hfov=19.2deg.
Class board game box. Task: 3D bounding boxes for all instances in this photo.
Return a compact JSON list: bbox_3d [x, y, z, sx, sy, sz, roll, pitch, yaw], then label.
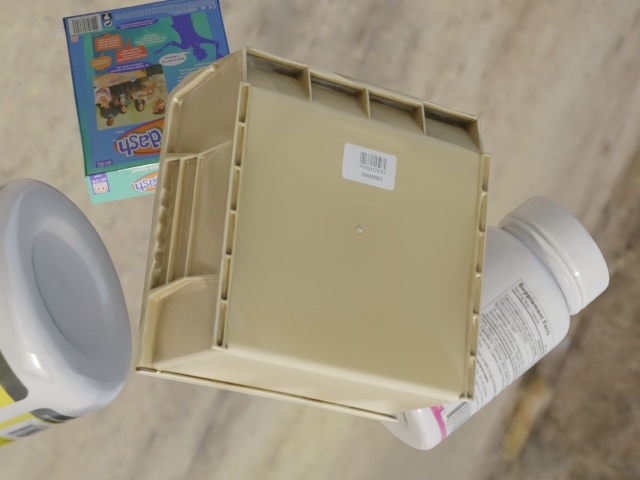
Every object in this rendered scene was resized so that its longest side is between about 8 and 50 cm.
[{"bbox_3d":[-0.160,-0.142,1.846,0.047,0.160,0.210,85,-6,-53],"label":"board game box"}]

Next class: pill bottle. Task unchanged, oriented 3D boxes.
[{"bbox_3d":[-0.331,0.091,1.473,0.188,0.334,0.188,55,23,-37],"label":"pill bottle"},{"bbox_3d":[0.170,0.085,2.085,0.283,0.160,0.160,-38,159,-16],"label":"pill bottle"}]

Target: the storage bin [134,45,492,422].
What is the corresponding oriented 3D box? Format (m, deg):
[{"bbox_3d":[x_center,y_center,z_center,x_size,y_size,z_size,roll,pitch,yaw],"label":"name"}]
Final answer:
[{"bbox_3d":[0.000,0.000,1.592,0.123,0.262,0.260,-16,-116,55],"label":"storage bin"}]
